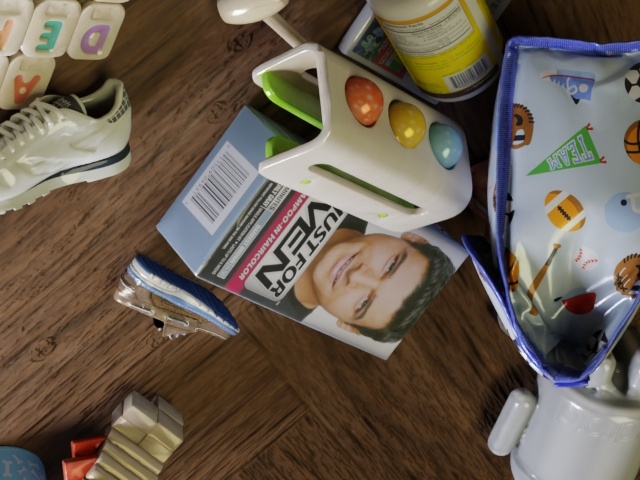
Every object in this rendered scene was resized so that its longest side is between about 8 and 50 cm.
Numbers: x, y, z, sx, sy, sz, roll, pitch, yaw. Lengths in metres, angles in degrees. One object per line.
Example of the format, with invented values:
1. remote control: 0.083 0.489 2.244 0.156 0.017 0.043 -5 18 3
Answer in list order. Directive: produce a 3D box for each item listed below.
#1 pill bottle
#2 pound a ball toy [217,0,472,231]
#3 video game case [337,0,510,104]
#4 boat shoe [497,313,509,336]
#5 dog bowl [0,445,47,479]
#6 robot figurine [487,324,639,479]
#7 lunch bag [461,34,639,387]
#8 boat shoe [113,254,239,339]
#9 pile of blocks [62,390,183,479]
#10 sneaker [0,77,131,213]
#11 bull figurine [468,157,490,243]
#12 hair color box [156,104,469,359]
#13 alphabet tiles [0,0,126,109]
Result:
1. pill bottle: 0.124 -0.261 1.579 0.117 0.117 0.215 -41 138 -3
2. pound a ball toy: 0.039 -0.156 1.557 0.136 0.208 0.319 -20 153 33
3. video game case: 0.138 -0.278 1.681 0.183 0.023 0.201 22 109 -45
4. boat shoe: 0.395 0.030 2.050 0.324 0.123 0.116 -47 140 6
5. dog bowl: -0.423 0.395 1.754 0.166 0.074 0.297 -2 123 -36
6. robot figurine: 0.419 0.298 2.218 0.300 0.199 0.353 8 121 -9
7. lunch bag: 0.298 -0.027 1.664 0.328 0.239 0.385 4 89 -79
8. boat shoe: -0.177 0.081 1.704 0.066 0.066 0.183 -47 128 10
9. pile of blocks: -0.291 0.325 1.705 0.113 0.362 0.149 40 137 -17
10. sneaker: -0.300 -0.099 1.443 0.235 0.090 0.094 -26 143 -35
11. bull figurine: 0.340 -0.086 1.908 0.310 0.101 0.188 -24 102 -10
12. hair color box: 0.000 0.000 1.730 0.374 0.113 0.185 27 104 -47
13. alphabet tiles: -0.296 -0.238 1.342 0.284 0.021 0.278 -5 133 -47
